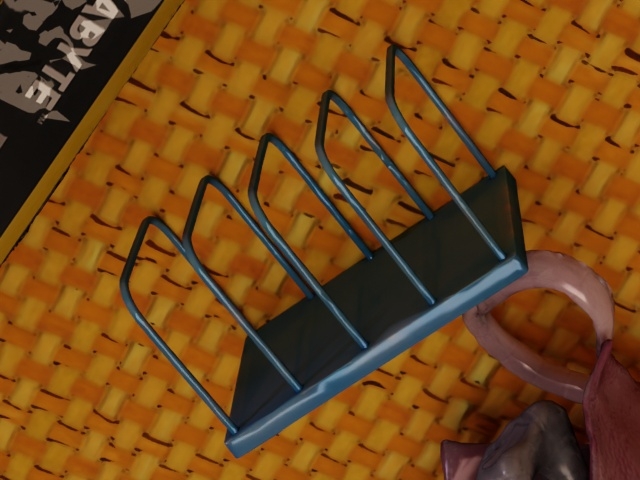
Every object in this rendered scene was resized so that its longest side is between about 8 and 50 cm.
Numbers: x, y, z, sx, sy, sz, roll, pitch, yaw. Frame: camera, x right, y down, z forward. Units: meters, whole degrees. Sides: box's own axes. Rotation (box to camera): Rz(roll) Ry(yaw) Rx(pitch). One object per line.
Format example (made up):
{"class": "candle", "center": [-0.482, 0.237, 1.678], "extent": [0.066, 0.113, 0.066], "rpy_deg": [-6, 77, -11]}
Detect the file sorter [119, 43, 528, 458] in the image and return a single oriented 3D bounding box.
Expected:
{"class": "file sorter", "center": [0.000, 0.000, 0.878], "extent": [0.170, 0.118, 0.104], "rpy_deg": [-34, 106, 16]}

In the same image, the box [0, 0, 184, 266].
{"class": "box", "center": [-0.148, -0.063, 0.772], "extent": [0.079, 0.257, 0.322], "rpy_deg": [33, 111, -13]}

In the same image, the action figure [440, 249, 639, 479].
{"class": "action figure", "center": [0.233, 0.167, 0.949], "extent": [0.370, 0.248, 0.275], "rpy_deg": [3, 76, -16]}
